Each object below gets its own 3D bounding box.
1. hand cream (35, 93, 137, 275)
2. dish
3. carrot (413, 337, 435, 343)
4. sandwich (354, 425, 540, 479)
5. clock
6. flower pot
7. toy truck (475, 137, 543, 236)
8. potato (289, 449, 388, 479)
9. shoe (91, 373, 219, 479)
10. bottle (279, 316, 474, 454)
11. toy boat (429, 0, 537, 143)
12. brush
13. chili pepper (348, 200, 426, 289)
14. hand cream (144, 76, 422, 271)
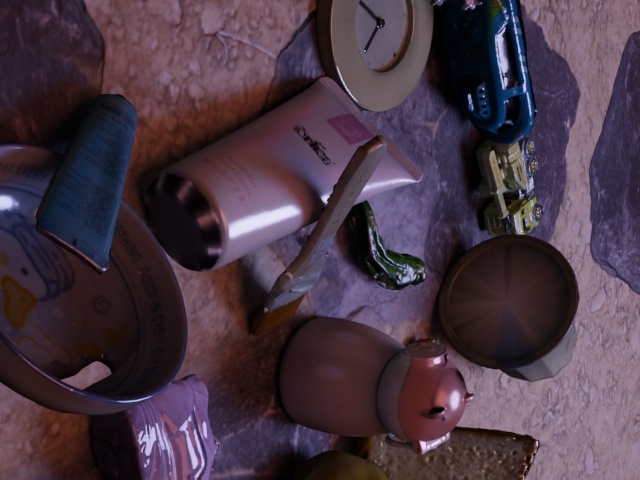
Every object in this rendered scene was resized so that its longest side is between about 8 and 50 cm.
[{"bbox_3d":[-0.216,-0.066,1.123,0.083,0.048,0.224,39,36,-27],"label":"hand cream"},{"bbox_3d":[-0.265,0.058,1.078,0.273,0.134,0.273,38,30,-27],"label":"dish"},{"bbox_3d":[0.118,0.256,1.686,0.043,0.043,0.248,34,71,-49],"label":"carrot"},{"bbox_3d":[0.151,0.378,1.603,0.095,0.249,0.273,91,11,-85],"label":"sandwich"},{"bbox_3d":[0.075,-0.288,1.539,0.235,0.029,0.235,-17,112,-49],"label":"clock"},{"bbox_3d":[0.312,0.118,1.796,0.202,0.212,0.212,39,66,-59],"label":"flower pot"},{"bbox_3d":[0.285,-0.082,1.806,0.100,0.077,0.169,-39,127,-45],"label":"toy truck"},{"bbox_3d":[0.010,0.369,1.490,0.200,0.137,0.154,-50,132,-32],"label":"potato"},{"bbox_3d":[-0.164,0.268,1.284,0.137,0.095,0.245,-24,109,-45],"label":"shoe"},{"bbox_3d":[0.078,0.183,1.459,0.147,0.236,0.148,-12,106,-50],"label":"bottle"},{"bbox_3d":[0.219,-0.254,1.647,0.092,0.134,0.299,-38,130,-29],"label":"toy boat"},{"bbox_3d":[0.000,0.000,1.329,0.085,0.020,0.336,-26,156,-39],"label":"brush"},{"bbox_3d":[0.082,0.013,1.587,0.073,0.050,0.182,-57,134,-18],"label":"chili pepper"},{"bbox_3d":[-0.040,-0.080,1.340,0.358,0.185,0.118,-31,161,-43],"label":"hand cream"}]
